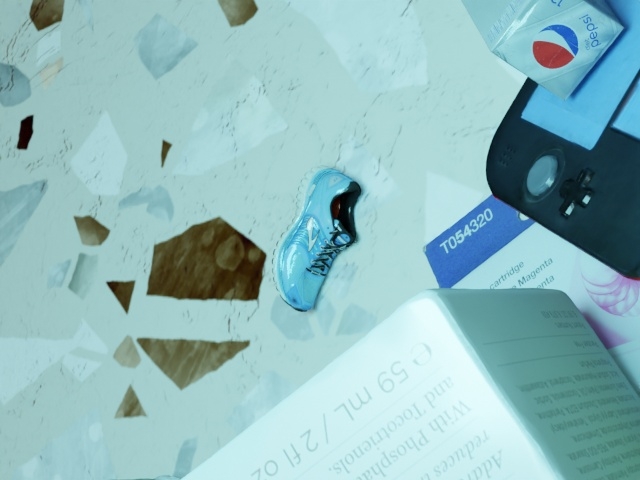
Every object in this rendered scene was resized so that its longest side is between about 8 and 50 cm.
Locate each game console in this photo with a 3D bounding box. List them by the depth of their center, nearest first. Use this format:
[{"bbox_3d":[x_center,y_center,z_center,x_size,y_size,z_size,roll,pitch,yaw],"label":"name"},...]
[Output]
[{"bbox_3d":[0.309,-0.171,1.584,0.387,0.060,0.342,-60,22,5],"label":"game console"}]

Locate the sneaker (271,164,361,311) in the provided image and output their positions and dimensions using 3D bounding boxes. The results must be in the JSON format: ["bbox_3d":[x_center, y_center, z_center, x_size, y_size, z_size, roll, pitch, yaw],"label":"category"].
[{"bbox_3d":[0.000,0.000,1.927,0.073,0.063,0.162,15,89,41],"label":"sneaker"}]

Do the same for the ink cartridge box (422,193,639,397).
[{"bbox_3d":[0.246,0.046,1.684,0.324,0.071,0.330,-40,56,28],"label":"ink cartridge box"}]

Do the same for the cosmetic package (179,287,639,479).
[{"bbox_3d":[0.136,0.285,1.455,0.329,0.327,0.394,-40,72,19],"label":"cosmetic package"}]

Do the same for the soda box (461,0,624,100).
[{"bbox_3d":[0.194,-0.250,1.719,0.091,0.098,0.286,-52,26,19],"label":"soda box"}]

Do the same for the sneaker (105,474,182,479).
[{"bbox_3d":[-0.148,0.327,1.933,0.262,0.121,0.099,16,90,44],"label":"sneaker"}]
